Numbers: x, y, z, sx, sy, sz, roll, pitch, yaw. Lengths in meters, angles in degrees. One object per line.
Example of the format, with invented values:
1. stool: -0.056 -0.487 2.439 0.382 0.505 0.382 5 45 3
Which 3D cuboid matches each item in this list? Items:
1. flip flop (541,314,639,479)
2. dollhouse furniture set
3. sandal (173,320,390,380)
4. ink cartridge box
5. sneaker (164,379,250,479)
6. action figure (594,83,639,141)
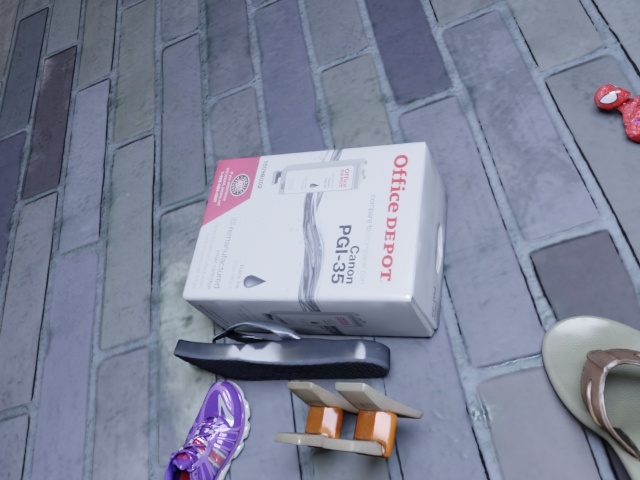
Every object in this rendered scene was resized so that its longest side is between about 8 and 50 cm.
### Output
1. flip flop: 0.275 0.146 0.492 0.112 0.080 0.277 -26 26 11
2. dollhouse furniture set: 0.056 0.276 0.525 0.259 0.135 0.262 -15 53 47
3. sandal: -0.045 0.128 0.684 0.254 0.097 0.054 -1 63 11
4. ink cartridge box: 0.000 0.000 0.716 0.283 0.117 0.207 -2 62 23
5. sneaker: -0.135 0.242 0.668 0.068 0.071 0.170 5 64 26
6. action figure: 0.430 -0.148 0.604 0.280 0.139 0.091 21 71 34
